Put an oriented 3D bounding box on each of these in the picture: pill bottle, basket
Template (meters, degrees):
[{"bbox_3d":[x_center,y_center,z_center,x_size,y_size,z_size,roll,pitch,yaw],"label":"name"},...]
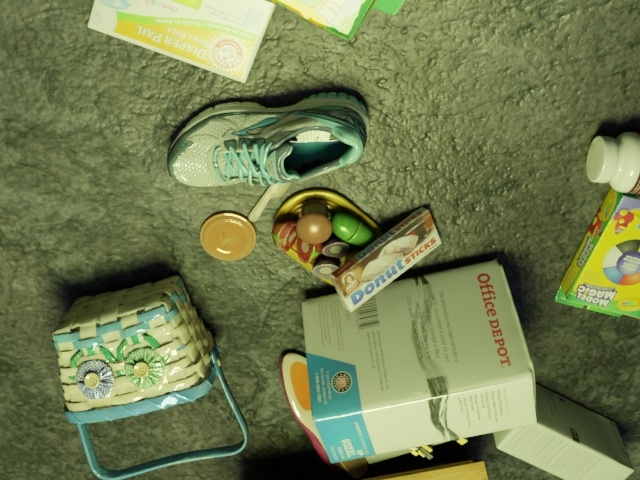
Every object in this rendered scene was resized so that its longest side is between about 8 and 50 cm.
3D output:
[{"bbox_3d":[0.453,-0.105,1.278,0.152,0.086,0.086,6,122,-6],"label":"pill bottle"},{"bbox_3d":[-0.267,0.217,1.391,0.255,0.201,0.289,-16,112,7],"label":"basket"}]

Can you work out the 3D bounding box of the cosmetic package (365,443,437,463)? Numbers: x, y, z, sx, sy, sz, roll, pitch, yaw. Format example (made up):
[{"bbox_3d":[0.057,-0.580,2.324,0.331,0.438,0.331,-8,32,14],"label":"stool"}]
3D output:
[{"bbox_3d":[0.163,0.258,1.492,0.238,0.107,0.127,-19,121,7],"label":"cosmetic package"}]

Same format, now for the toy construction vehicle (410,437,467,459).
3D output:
[{"bbox_3d":[0.174,0.304,1.440,0.086,0.035,0.098,-38,119,21],"label":"toy construction vehicle"}]

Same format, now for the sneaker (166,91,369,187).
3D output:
[{"bbox_3d":[-0.073,-0.124,1.228,0.283,0.122,0.110,-14,121,7],"label":"sneaker"}]

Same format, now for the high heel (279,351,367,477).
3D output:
[{"bbox_3d":[-0.008,0.285,1.538,0.082,0.117,0.244,-40,103,-17],"label":"high heel"}]

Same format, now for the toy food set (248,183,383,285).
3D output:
[{"bbox_3d":[0.000,0.000,1.339,0.218,0.071,0.128,36,114,-22],"label":"toy food set"}]

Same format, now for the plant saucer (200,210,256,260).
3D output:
[{"bbox_3d":[-0.136,-0.005,1.366,0.084,0.013,0.083,-1,122,-1],"label":"plant saucer"}]

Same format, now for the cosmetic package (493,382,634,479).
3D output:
[{"bbox_3d":[0.393,0.321,1.528,0.231,0.117,0.085,25,119,-18],"label":"cosmetic package"}]

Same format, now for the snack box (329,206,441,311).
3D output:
[{"bbox_3d":[0.096,0.026,1.334,0.178,0.022,0.064,-36,123,-18],"label":"snack box"}]

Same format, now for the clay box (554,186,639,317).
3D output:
[{"bbox_3d":[0.453,0.029,1.382,0.127,0.053,0.222,13,120,-9],"label":"clay box"}]

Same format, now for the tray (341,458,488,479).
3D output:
[{"bbox_3d":[0.063,0.431,1.532,0.411,0.203,0.076,-10,77,1],"label":"tray"}]

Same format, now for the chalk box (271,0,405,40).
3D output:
[{"bbox_3d":[0.015,-0.335,1.092,0.213,0.132,0.132,23,119,-15],"label":"chalk box"}]

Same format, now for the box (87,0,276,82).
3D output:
[{"bbox_3d":[-0.165,-0.291,1.131,0.203,0.103,0.114,18,120,-12],"label":"box"}]

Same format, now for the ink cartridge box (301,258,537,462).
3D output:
[{"bbox_3d":[0.141,0.175,1.356,0.308,0.223,0.129,-12,134,6],"label":"ink cartridge box"}]
